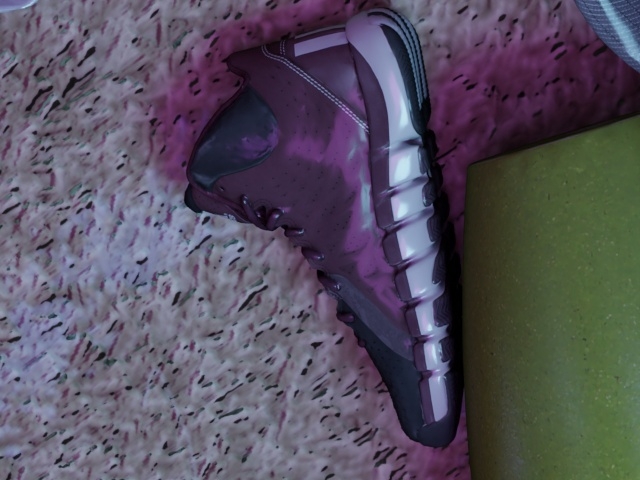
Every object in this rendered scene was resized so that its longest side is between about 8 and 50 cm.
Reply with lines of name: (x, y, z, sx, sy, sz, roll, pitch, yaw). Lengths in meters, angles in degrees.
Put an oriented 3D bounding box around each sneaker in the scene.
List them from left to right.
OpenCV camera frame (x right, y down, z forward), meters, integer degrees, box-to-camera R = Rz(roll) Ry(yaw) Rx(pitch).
sneaker: (0.000, 0.000, 1.247, 0.163, 0.106, 0.281, -8, 99, 11)

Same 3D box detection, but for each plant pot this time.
plant pot: (0.198, 0.073, 1.192, 0.275, 0.275, 0.293, -16, 92, 7)

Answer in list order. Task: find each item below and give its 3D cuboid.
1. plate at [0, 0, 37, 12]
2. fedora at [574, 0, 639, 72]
plate: (-0.304, -0.259, 1.101, 0.277, 0.045, 0.278, -6, 93, -18)
fedora: (0.244, -0.232, 1.135, 0.244, 0.124, 0.275, -15, 115, 8)
